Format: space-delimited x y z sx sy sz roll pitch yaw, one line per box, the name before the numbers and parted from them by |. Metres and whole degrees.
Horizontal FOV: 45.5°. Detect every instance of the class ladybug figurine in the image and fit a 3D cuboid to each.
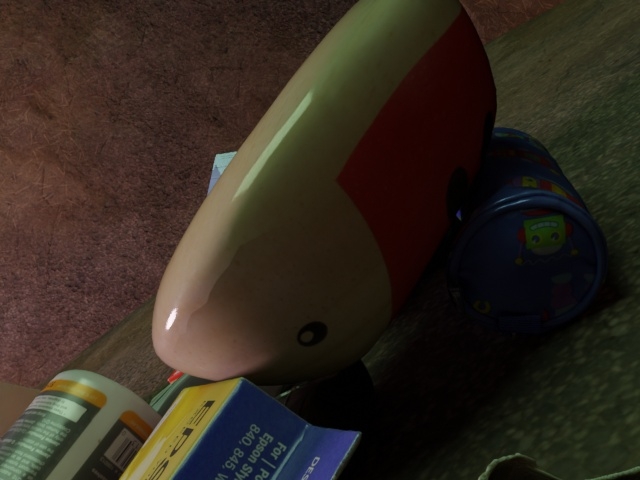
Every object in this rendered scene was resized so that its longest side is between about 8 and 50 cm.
ladybug figurine | 0.030 -0.054 0.654 0.449 0.162 0.305 -58 2 -35

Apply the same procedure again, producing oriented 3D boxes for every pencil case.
pencil case | 0.177 -0.017 0.705 0.119 0.133 0.306 8 20 6

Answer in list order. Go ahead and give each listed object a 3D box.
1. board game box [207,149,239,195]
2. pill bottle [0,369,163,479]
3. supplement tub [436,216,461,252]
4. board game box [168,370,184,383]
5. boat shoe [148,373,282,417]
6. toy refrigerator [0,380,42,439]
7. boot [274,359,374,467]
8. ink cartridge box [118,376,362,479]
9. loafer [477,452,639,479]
board game box | 0.000 -0.055 0.863 0.281 0.027 0.145 -6 55 20
pill bottle | -0.267 0.271 0.711 0.162 0.162 0.278 -26 23 48
supplement tub | 0.000 0.000 0.975 0.338 0.207 0.207 -37 9 -4
board game box | -0.125 0.153 1.170 0.193 0.045 0.147 -32 10 24
boat shoe | -0.152 0.205 0.900 0.267 0.096 0.088 -44 14 4
toy refrigerator | -0.399 0.296 0.857 0.102 0.094 0.269 -12 62 46
boot | -0.058 0.187 0.684 0.208 0.076 0.189 -27 -1 16
ink cartridge box | -0.129 0.225 0.474 0.303 0.072 0.307 -54 5 -22
loafer | 0.071 0.139 0.305 0.268 0.092 0.102 -24 8 27
